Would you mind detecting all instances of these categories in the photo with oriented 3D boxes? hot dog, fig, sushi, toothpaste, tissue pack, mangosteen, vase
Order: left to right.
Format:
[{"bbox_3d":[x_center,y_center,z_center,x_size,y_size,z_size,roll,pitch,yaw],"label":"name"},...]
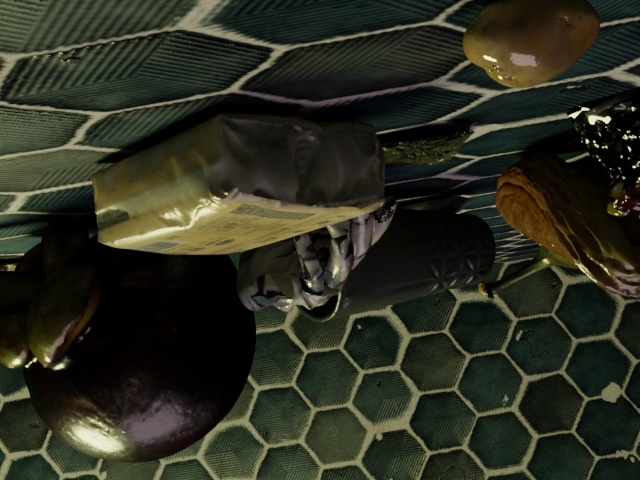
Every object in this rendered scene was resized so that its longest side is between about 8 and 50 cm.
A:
[{"bbox_3d":[-0.248,0.106,1.330,0.347,0.307,0.306,32,151,-30],"label":"mangosteen"},{"bbox_3d":[-0.074,-0.047,0.983,0.186,0.090,0.222,-1,169,-39],"label":"tissue pack"},{"bbox_3d":[0.086,-0.023,1.635,0.296,0.048,0.074,-16,169,30],"label":"toothpaste"},{"bbox_3d":[0.089,0.023,1.492,0.300,0.156,0.251,-4,159,-37],"label":"vase"},{"bbox_3d":[0.336,0.011,1.488,0.259,0.151,0.151,-52,154,22],"label":"fig"},{"bbox_3d":[0.311,-0.027,1.256,0.196,0.122,0.272,11,-168,-14],"label":"hot dog"},{"bbox_3d":[0.359,-0.070,1.092,0.172,0.151,0.153,-13,172,34],"label":"sushi"}]

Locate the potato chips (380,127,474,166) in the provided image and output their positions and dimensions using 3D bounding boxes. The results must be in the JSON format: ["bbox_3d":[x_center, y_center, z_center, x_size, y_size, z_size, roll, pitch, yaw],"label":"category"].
[{"bbox_3d":[0.079,-0.087,1.141,0.209,0.026,0.142,-15,169,42],"label":"potato chips"}]

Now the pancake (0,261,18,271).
[{"bbox_3d":[-0.469,0.076,1.671,0.266,0.057,0.244,-16,171,42],"label":"pancake"}]

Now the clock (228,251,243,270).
[{"bbox_3d":[-0.211,0.045,1.719,0.159,0.066,0.211,-3,172,-35],"label":"clock"}]

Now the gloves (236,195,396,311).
[{"bbox_3d":[0.003,0.008,1.272,0.212,0.111,0.127,-19,-164,26],"label":"gloves"}]

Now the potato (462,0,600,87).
[{"bbox_3d":[0.134,-0.130,0.706,0.083,0.062,0.068,-30,-171,1],"label":"potato"}]
